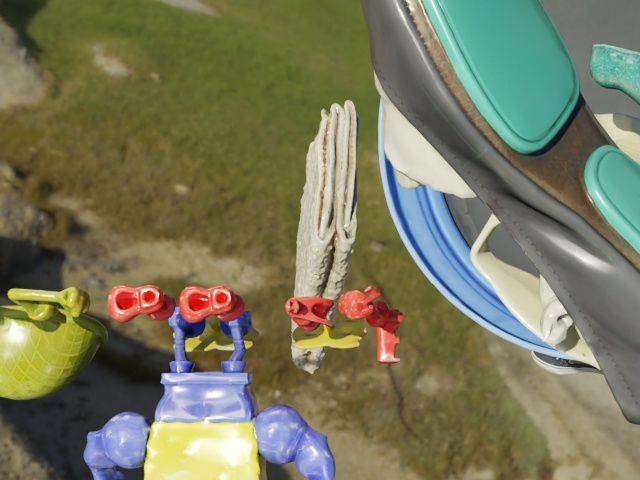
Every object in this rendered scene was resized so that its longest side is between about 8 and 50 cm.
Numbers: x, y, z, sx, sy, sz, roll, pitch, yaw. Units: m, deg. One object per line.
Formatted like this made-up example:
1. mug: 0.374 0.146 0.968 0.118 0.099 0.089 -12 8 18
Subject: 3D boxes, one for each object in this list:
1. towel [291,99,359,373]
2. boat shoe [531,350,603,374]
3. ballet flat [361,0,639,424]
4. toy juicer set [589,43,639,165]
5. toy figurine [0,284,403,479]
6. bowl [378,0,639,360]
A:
1. towel: 0.000 0.000 1.250 0.049 0.282 0.187 6 55 -4
2. boat shoe: 0.336 0.129 1.523 0.183 0.065 0.083 1 -40 52
3. ballet flat: 0.063 -0.021 0.371 0.203 0.074 0.074 50 15 -4
4. toy juicer set: 0.252 -0.059 0.607 0.209 0.089 0.329 9 9 -44
5. toy figurine: -0.117 0.154 0.875 0.363 0.217 0.191 -1 -12 1
6. bowl: 0.238 -0.096 0.959 0.391 0.391 0.077 27 8 26
